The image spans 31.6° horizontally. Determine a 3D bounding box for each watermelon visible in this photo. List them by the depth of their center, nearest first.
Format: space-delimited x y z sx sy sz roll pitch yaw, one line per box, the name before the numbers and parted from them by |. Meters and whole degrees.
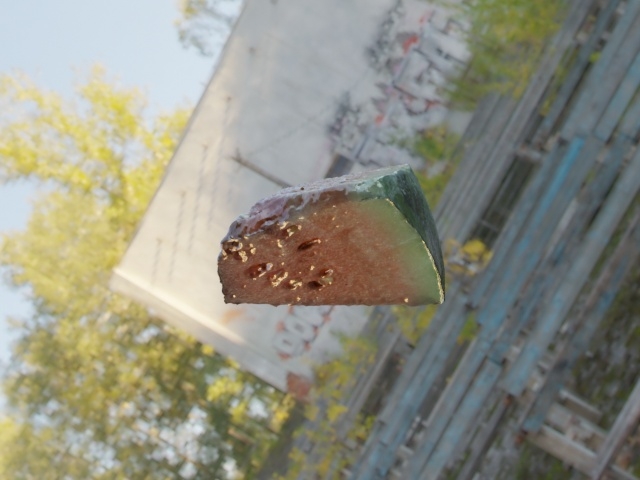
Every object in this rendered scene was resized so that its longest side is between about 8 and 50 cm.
watermelon | 0.000 0.000 1.281 0.140 0.256 0.193 -91 -17 -52
